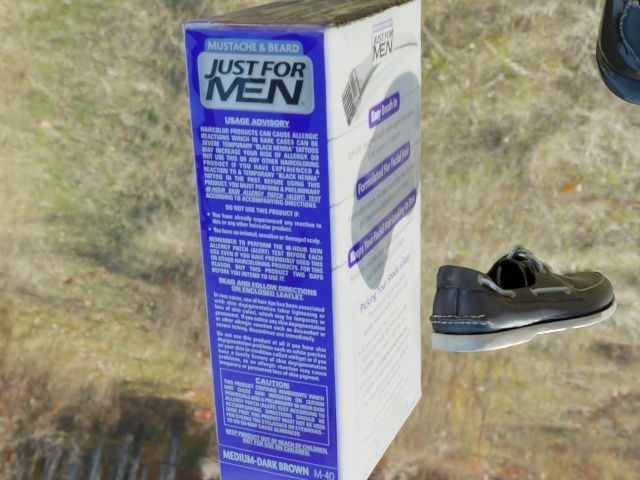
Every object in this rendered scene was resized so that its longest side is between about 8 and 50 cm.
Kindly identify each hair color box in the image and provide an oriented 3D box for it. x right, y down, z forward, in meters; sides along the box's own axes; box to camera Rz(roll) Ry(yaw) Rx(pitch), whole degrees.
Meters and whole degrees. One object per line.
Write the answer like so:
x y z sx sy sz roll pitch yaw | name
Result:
0.000 0.000 0.693 0.110 0.339 0.185 8 -158 22 | hair color box

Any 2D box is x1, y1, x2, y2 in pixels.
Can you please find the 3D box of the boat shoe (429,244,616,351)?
0.159 0.036 0.715 0.206 0.065 0.075 -9 -176 -43 | boat shoe

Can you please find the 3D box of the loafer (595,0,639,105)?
0.222 -0.095 0.402 0.220 0.080 0.078 2 157 30 | loafer
